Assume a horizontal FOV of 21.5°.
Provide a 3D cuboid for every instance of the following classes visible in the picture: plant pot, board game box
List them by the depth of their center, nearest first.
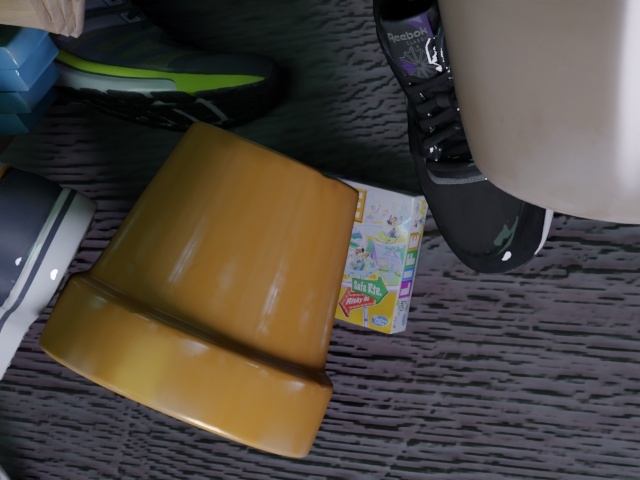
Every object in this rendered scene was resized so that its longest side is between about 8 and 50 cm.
[{"bbox_3d":[0.190,-0.173,1.003,0.323,0.323,0.280,17,118,28],"label":"plant pot"},{"bbox_3d":[-0.067,0.026,1.185,0.205,0.205,0.188,22,89,27],"label":"plant pot"},{"bbox_3d":[0.000,0.000,1.260,0.154,0.026,0.103,15,101,28],"label":"board game box"}]

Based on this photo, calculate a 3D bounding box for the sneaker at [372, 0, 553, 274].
[{"bbox_3d":[0.079,-0.113,1.148,0.107,0.124,0.283,-10,89,31],"label":"sneaker"}]

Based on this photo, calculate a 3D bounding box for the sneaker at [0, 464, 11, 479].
[{"bbox_3d":[-0.248,0.298,1.396,0.094,0.091,0.258,-3,113,25],"label":"sneaker"}]

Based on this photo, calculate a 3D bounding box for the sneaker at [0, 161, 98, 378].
[{"bbox_3d":[-0.263,0.019,1.278,0.127,0.126,0.321,25,152,-9],"label":"sneaker"}]

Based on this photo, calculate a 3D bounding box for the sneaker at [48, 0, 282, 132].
[{"bbox_3d":[-0.165,-0.163,1.298,0.300,0.111,0.121,13,84,20],"label":"sneaker"}]

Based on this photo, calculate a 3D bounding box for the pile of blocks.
[{"bbox_3d":[-0.254,-0.132,1.170,0.149,0.113,0.362,25,148,10],"label":"pile of blocks"}]
